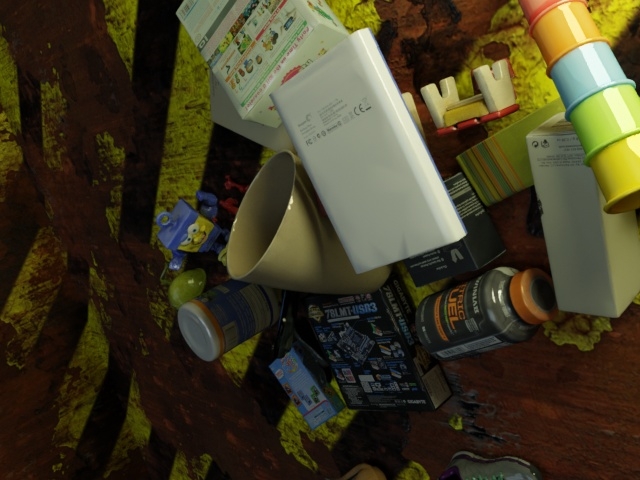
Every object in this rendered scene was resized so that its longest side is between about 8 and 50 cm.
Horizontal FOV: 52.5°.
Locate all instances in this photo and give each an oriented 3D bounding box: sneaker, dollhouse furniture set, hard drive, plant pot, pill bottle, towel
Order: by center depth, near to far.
[{"bbox_3d":[0.064,-0.120,0.974,0.210,0.040,0.319,-22,95,47],"label":"hard drive"},{"bbox_3d":[0.321,-0.137,1.007,0.102,0.021,0.237,57,142,-3],"label":"towel"},{"bbox_3d":[0.164,-0.164,1.035,0.374,0.201,0.152,-10,104,45],"label":"dollhouse furniture set"},{"bbox_3d":[0.286,0.123,1.113,0.245,0.130,0.130,-33,86,52],"label":"pill bottle"},{"bbox_3d":[0.000,0.000,1.242,0.256,0.274,0.256,-46,31,39],"label":"plant pot"},{"bbox_3d":[0.336,0.488,1.302,0.223,0.098,0.083,-16,99,52],"label":"sneaker"},{"bbox_3d":[-0.194,0.165,1.577,0.152,0.272,0.152,28,132,36],"label":"pill bottle"},{"bbox_3d":[-0.025,0.285,1.636,0.170,0.051,0.089,46,135,15],"label":"sneaker"}]

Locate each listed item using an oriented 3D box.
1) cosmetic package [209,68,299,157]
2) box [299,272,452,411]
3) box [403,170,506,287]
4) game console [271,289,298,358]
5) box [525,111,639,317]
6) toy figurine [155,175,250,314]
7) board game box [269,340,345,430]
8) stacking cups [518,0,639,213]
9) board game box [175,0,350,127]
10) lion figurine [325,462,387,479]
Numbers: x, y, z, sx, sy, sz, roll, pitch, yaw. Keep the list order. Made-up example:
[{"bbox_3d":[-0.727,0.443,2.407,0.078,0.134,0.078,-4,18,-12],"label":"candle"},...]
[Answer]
[{"bbox_3d":[-0.089,-0.281,1.316,0.309,0.113,0.160,29,131,36],"label":"cosmetic package"},{"bbox_3d":[0.111,0.232,1.429,0.295,0.073,0.293,-19,96,53],"label":"box"},{"bbox_3d":[0.212,-0.017,1.142,0.156,0.093,0.158,-25,91,52],"label":"box"},{"bbox_3d":[-0.069,0.103,1.388,0.044,0.361,0.213,3,115,0],"label":"game console"},{"bbox_3d":[0.376,-0.038,0.912,0.094,0.113,0.275,5,118,46],"label":"box"},{"bbox_3d":[-0.329,-0.014,1.536,0.191,0.217,0.362,43,101,34],"label":"toy figurine"},{"bbox_3d":[-0.040,0.387,1.725,0.211,0.039,0.160,53,141,11],"label":"board game box"},{"bbox_3d":[0.329,-0.193,0.778,0.096,0.096,0.316,-40,59,52],"label":"stacking cups"},{"bbox_3d":[-0.113,-0.393,1.178,0.224,0.097,0.303,-45,61,28],"label":"board game box"},{"bbox_3d":[0.163,0.674,1.589,0.392,0.142,0.240,42,131,31],"label":"lion figurine"}]
